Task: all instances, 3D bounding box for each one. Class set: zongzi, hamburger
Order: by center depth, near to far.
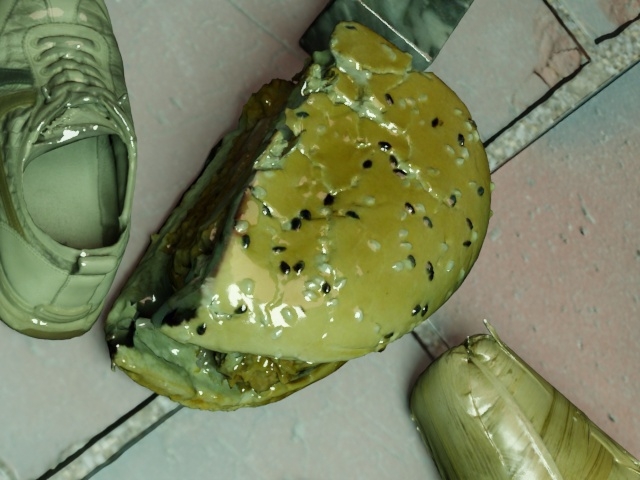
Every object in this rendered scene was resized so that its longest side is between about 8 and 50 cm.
[{"bbox_3d":[0.000,0.000,0.995,0.192,0.167,0.288,33,56,-9],"label":"hamburger"},{"bbox_3d":[0.117,0.185,1.028,0.194,0.099,0.197,45,66,-1],"label":"zongzi"}]

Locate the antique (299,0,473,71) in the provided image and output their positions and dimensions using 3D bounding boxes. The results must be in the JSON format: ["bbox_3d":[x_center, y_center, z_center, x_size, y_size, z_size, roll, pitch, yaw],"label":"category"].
[{"bbox_3d":[0.073,-0.205,1.179,0.088,0.086,0.183,40,55,-8],"label":"antique"}]

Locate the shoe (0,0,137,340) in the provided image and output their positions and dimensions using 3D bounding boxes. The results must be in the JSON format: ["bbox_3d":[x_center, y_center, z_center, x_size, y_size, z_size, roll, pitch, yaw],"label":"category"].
[{"bbox_3d":[-0.171,-0.076,0.982,0.103,0.098,0.275,4,65,-31],"label":"shoe"}]
